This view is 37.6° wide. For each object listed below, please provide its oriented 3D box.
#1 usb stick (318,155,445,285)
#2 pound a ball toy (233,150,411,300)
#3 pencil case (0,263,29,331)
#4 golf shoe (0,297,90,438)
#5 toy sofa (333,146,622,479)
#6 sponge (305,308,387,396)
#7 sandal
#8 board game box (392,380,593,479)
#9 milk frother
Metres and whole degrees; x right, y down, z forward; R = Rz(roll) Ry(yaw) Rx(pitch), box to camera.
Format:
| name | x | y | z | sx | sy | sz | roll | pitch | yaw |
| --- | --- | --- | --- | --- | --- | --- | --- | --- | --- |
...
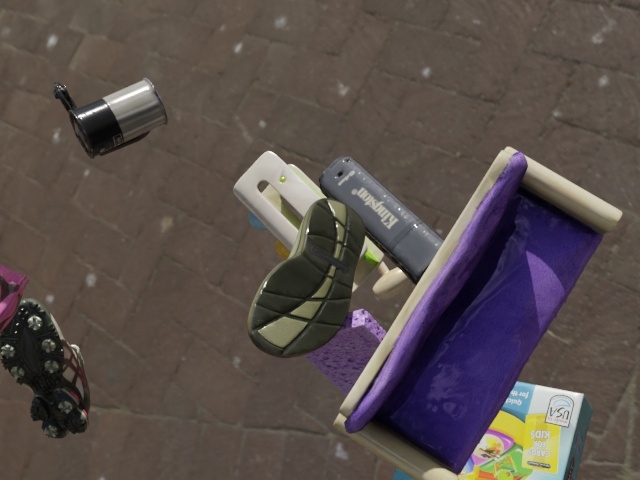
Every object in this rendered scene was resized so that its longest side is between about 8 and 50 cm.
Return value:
| name | x | y | z | sx | sy | sz | roll | pitch | yaw |
| --- | --- | --- | --- | --- | --- | --- | --- | --- | --- |
| usb stick | 0.094 | -0.033 | 1.410 | 0.077 | 0.045 | 0.278 | -48 | 52 | 5 |
| pound a ball toy | 0.000 | 0.000 | 1.743 | 0.136 | 0.208 | 0.319 | -47 | 71 | 7 |
| pencil case | -0.407 | 0.034 | 0.947 | 0.098 | 0.209 | 0.095 | -58 | 10 | 25 |
| golf shoe | -0.459 | 0.202 | 1.583 | 0.105 | 0.273 | 0.120 | -6 | 29 | 5 |
| toy sofa | 0.171 | 0.088 | 1.033 | 0.150 | 0.177 | 0.363 | 32 | 89 | 7 |
| sponge | 0.064 | 0.178 | 1.351 | 0.117 | 0.210 | 0.031 | -19 | 44 | 26 |
| sandal | -0.015 | 0.059 | 1.304 | 0.086 | 0.120 | 0.303 | -48 | 8 | 40 |
| board game box | 0.238 | 0.372 | 1.403 | 0.253 | 0.079 | 0.336 | 7 | 65 | 31 |
| milk frother | -0.341 | -0.218 | 1.509 | 0.143 | 0.134 | 0.129 | 63 | 161 | -3 |
